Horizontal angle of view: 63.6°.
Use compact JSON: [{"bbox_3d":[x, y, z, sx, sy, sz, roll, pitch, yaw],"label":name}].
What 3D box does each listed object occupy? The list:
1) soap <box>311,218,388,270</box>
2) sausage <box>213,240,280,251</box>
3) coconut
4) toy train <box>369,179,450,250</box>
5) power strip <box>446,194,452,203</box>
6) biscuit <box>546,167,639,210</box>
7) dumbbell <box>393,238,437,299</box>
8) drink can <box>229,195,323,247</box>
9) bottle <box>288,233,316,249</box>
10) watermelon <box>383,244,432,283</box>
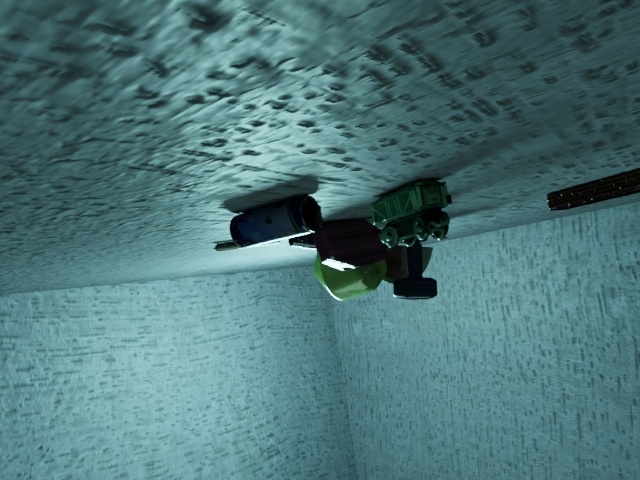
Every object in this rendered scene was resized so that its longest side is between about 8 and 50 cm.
[{"bbox_3d":[0.128,0.014,1.862,0.289,0.182,0.112,-11,175,-29],"label":"soap"},{"bbox_3d":[-0.272,0.011,1.949,0.269,0.033,0.033,-8,174,-11],"label":"sausage"},{"bbox_3d":[0.114,0.108,2.251,0.328,0.281,0.328,0,147,0],"label":"coconut"},{"bbox_3d":[0.246,-0.063,1.396,0.115,0.154,0.269,-5,173,-27],"label":"toy train"},{"bbox_3d":[0.362,-0.119,1.642,0.111,0.029,0.038,-11,174,22],"label":"power strip"},{"bbox_3d":[0.998,-0.177,1.833,0.107,0.073,0.388,-4,173,-31],"label":"biscuit"},{"bbox_3d":[0.330,0.049,1.819,0.143,0.316,0.156,-1,177,-31],"label":"dumbbell"},{"bbox_3d":[-0.115,-0.045,1.323,0.235,0.097,0.097,-11,174,31],"label":"drink can"},{"bbox_3d":[0.000,0.000,1.905,0.244,0.072,0.082,5,171,-24],"label":"bottle"},{"bbox_3d":[0.346,0.090,2.369,0.260,0.176,0.256,-4,-148,41],"label":"watermelon"}]
